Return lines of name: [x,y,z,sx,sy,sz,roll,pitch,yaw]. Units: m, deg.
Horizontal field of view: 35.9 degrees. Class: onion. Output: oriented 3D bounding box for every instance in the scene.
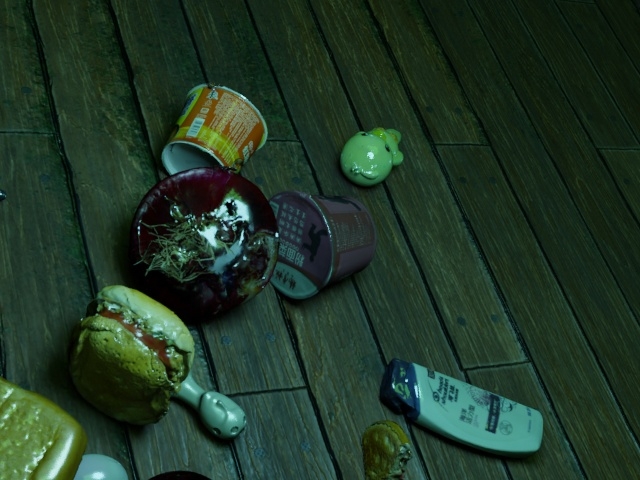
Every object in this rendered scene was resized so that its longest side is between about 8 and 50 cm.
onion: [-0.231,-0.001,2.010,0.314,0.232,0.313,0,90,0]

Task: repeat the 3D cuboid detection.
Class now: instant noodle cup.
instant noodle cup: [-0.247,-0.216,2.206,0.213,0.213,0.174,30,54,-4]
instant noodle cup: [0.000,0.000,2.152,0.179,0.235,0.234,-10,60,-44]

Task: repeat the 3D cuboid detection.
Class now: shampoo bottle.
shampoo bottle: [0.300,0.367,2.109,0.360,0.078,0.134,22,51,-12]

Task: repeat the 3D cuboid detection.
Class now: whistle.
whistle: [0.143,-0.235,2.466,0.141,0.141,0.294,36,45,2]

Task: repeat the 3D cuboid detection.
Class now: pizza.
pizza: [0.129,0.448,1.934,0.053,0.201,0.193,10,91,-19]

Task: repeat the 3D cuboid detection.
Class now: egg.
egg: [-0.394,0.416,1.680,0.135,0.103,0.103,0,55,-26]

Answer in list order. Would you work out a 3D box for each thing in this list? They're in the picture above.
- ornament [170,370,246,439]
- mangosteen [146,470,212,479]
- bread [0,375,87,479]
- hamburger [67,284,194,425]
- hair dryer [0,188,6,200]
ornament: [-0.211,0.315,1.878,0.156,0.081,0.075,38,51,9]
mangosteen: [-0.275,0.498,1.631,0.289,0.231,0.231,-5,49,12]
bread: [-0.568,0.374,1.569,0.328,0.148,0.337,23,51,1]
hamburger: [-0.342,0.204,1.796,0.244,0.244,0.163,35,43,1]
hair dryer: [-0.671,-0.069,1.975,0.079,0.031,0.083,0,62,-15]
